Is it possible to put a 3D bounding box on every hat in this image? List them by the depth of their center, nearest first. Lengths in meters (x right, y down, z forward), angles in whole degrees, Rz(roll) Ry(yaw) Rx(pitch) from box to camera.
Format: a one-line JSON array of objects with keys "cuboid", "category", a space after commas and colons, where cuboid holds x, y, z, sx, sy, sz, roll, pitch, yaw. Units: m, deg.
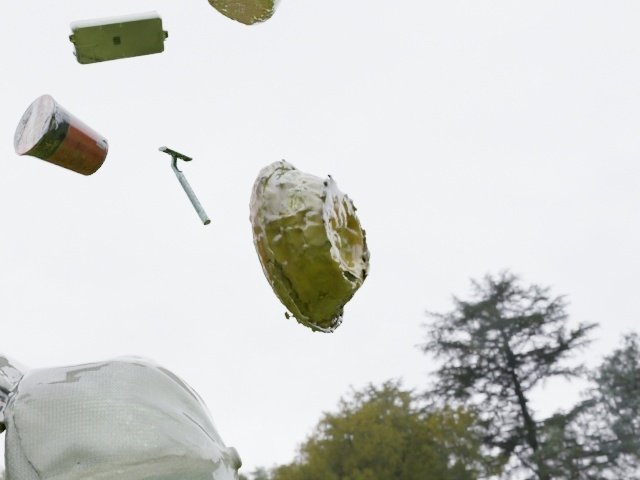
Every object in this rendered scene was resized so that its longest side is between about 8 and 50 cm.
[{"cuboid": [-0.169, 0.154, 0.458, 0.161, 0.275, 0.231, -35, -50, -38], "category": "hat"}]

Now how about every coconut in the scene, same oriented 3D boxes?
[{"cuboid": [-0.105, -0.422, 0.977, 0.147, 0.152, 0.147, 22, -14, 6], "category": "coconut"}]

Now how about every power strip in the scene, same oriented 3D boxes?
[{"cuboid": [-0.394, -0.396, 1.269, 0.192, 0.035, 0.081, -18, -45, -25], "category": "power strip"}]

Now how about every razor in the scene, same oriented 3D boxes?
[{"cuboid": [-0.278, -0.110, 1.364, 0.036, 0.211, 0.084, -40, -31, 21], "category": "razor"}]

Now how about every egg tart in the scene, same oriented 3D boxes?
[{"cuboid": [0.000, 0.000, 1.072, 0.120, 0.314, 0.315, -16, -32, 22], "category": "egg tart"}]

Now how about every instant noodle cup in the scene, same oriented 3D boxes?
[{"cuboid": [-0.478, -0.187, 1.210, 0.127, 0.127, 0.136, -26, -34, 27], "category": "instant noodle cup"}]
